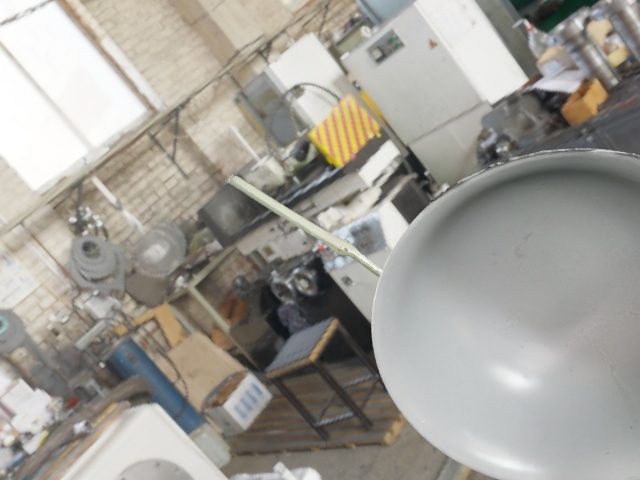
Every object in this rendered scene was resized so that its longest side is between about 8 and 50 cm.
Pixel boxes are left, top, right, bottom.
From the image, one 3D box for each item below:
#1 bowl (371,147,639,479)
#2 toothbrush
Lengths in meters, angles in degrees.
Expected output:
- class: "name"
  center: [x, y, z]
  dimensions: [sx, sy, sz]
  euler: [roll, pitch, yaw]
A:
- class: "bowl"
  center: [0.227, 0.058, 0.713]
  dimensions: [0.345, 0.345, 0.157]
  euler: [-36, 11, 20]
- class: "toothbrush"
  center: [0.002, -0.004, 0.944]
  dimensions: [0.028, 0.294, 0.026]
  euler: [-56, -5, 31]
